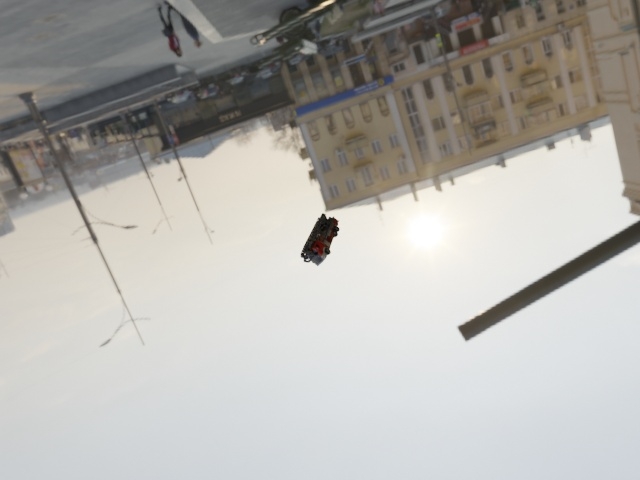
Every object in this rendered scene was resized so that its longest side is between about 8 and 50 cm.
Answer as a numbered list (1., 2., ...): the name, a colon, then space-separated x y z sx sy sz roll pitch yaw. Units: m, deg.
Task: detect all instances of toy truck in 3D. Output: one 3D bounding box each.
1. toy truck: 0.000 0.000 0.615 0.024 0.032 0.083 -43 -164 39
